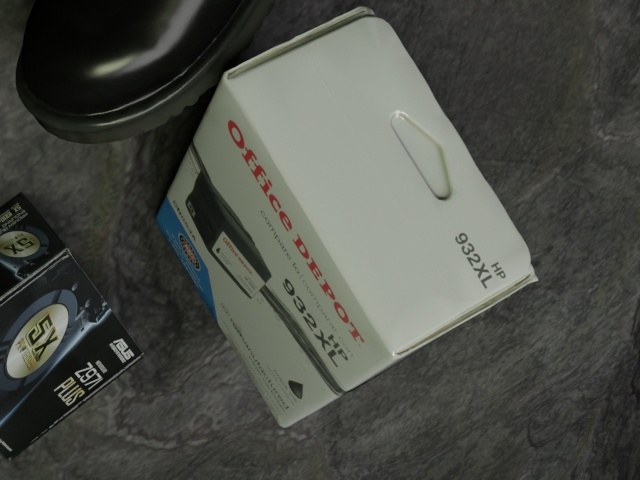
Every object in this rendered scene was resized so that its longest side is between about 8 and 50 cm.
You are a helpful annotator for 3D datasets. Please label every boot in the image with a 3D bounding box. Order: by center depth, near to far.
[{"bbox_3d":[-0.098,-0.246,0.725,0.348,0.131,0.260,-49,153,-9],"label":"boot"}]

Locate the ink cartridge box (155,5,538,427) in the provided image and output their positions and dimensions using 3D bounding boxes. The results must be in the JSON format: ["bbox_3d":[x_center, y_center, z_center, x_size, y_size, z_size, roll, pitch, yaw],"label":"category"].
[{"bbox_3d":[0.000,0.000,0.918,0.129,0.223,0.307,-28,173,-22],"label":"ink cartridge box"}]

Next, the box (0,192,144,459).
[{"bbox_3d":[-0.247,0.075,0.969,0.147,0.077,0.180,-38,147,-12],"label":"box"}]
